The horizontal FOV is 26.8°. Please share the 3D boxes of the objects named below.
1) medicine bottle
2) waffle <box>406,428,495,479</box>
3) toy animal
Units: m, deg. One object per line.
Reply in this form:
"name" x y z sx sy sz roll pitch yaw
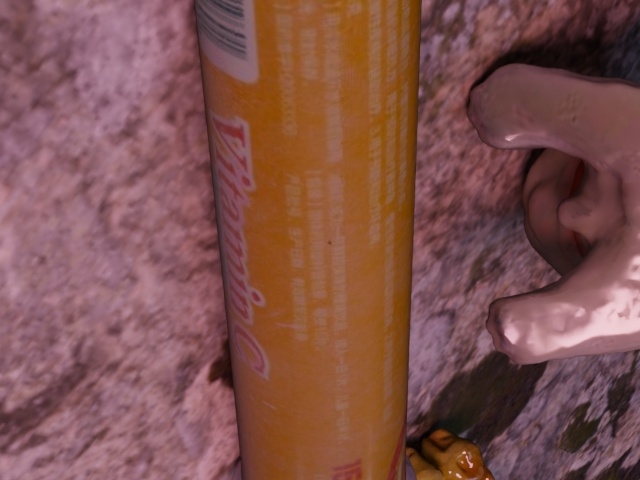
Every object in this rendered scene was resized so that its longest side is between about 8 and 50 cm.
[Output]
"medicine bottle" 0.000 0.000 0.621 0.108 0.108 0.426 -33 143 -28
"waffle" 0.062 0.231 0.973 0.229 0.057 0.219 11 112 -56
"toy animal" 0.221 -0.101 0.778 0.188 0.266 0.308 2 77 -69
